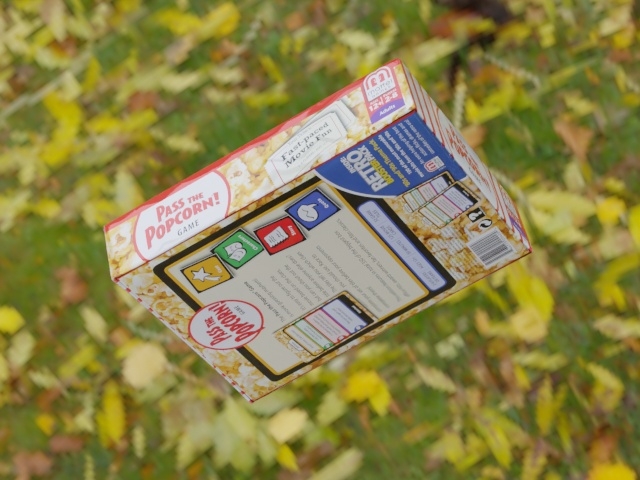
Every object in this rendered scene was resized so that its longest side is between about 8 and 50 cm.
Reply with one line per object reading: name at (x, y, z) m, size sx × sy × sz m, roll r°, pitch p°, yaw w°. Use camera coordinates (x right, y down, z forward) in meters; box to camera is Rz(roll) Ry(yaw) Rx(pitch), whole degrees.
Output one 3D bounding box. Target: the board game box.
board game box at (0.000, 0.000, 1.069) m, size 0.193 × 0.147 × 0.045 m, roll -29°, pitch 45°, yaw 14°
